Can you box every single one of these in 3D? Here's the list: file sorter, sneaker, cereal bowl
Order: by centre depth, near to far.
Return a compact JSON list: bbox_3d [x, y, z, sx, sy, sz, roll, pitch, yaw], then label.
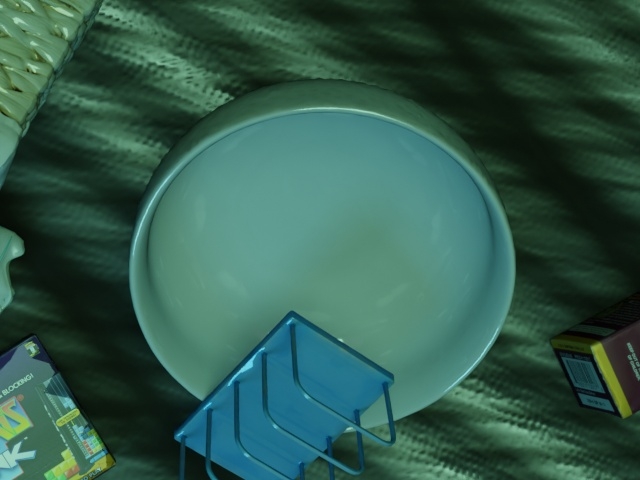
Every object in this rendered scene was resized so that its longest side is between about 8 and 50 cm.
[{"bbox_3d":[-0.032,0.173,1.321,0.118,0.104,0.170,34,116,-22],"label":"file sorter"},{"bbox_3d":[0.000,0.000,1.356,0.339,0.141,0.339,-1,123,-2],"label":"cereal bowl"},{"bbox_3d":[-0.308,0.057,1.362,0.061,0.053,0.152,19,85,-15],"label":"sneaker"}]

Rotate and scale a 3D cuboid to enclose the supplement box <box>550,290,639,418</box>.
[{"bbox_3d":[0.336,0.093,1.488,0.188,0.104,0.081,-26,96,-12],"label":"supplement box"}]

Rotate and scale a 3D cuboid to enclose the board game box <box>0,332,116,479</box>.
[{"bbox_3d":[-0.292,0.187,1.368,0.170,0.048,0.141,-33,98,-11],"label":"board game box"}]

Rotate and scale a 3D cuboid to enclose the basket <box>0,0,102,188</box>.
[{"bbox_3d":[-0.360,-0.179,1.190,0.331,0.328,0.266,31,61,-11],"label":"basket"}]
